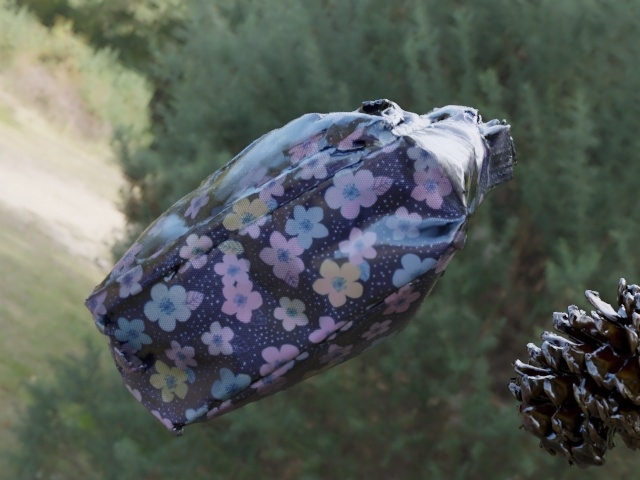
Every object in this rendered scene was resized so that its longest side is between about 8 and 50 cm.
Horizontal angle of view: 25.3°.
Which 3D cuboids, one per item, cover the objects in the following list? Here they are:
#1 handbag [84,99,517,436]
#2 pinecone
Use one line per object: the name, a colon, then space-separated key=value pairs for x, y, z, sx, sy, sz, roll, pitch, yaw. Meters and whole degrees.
handbag: x=0.000 y=0.000 z=0.789 sx=0.126 sy=0.229 sz=0.208 roll=55 pitch=17 yaw=-1
pinecone: x=0.120 y=0.057 z=0.605 sx=0.077 sy=0.083 sz=0.077 roll=46 pitch=34 yaw=-44
